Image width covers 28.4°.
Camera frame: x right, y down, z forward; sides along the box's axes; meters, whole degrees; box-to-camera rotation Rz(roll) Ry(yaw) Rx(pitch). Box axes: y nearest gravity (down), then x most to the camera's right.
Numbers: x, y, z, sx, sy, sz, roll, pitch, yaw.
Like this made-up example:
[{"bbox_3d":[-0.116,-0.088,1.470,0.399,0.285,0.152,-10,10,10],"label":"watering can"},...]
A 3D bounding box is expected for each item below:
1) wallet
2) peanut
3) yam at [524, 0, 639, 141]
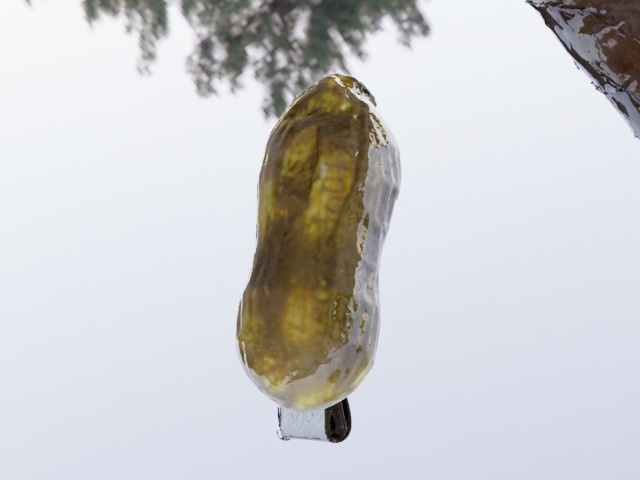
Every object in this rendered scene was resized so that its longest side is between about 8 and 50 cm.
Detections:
[{"bbox_3d":[-0.013,0.155,1.395,0.039,0.133,0.243,-6,173,-15],"label":"wallet"},{"bbox_3d":[0.000,0.000,0.744,0.087,0.087,0.207,-11,-118,39],"label":"peanut"},{"bbox_3d":[0.132,-0.073,0.452,0.079,0.141,0.079,-42,-177,3],"label":"yam"}]
